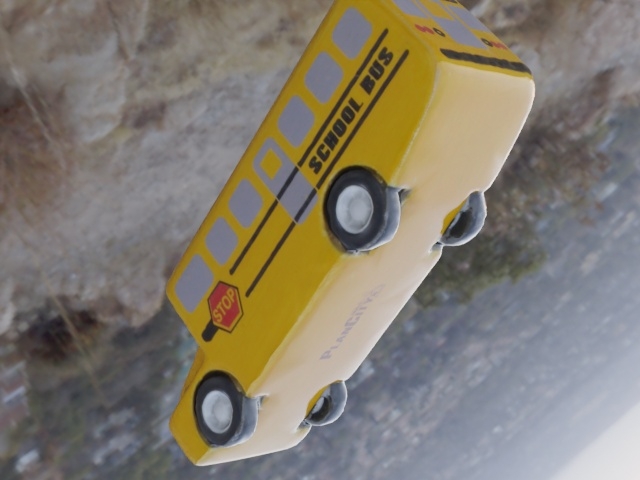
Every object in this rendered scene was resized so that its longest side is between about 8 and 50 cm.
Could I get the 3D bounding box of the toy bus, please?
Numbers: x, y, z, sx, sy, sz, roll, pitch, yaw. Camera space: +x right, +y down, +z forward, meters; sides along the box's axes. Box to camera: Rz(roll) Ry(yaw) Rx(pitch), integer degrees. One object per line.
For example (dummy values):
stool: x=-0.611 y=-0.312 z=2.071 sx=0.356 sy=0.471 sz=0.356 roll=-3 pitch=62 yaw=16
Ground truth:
toy bus: x=0.000 y=0.000 z=0.708 sx=0.108 sy=0.130 sz=0.333 roll=-2 pitch=134 yaw=-48
